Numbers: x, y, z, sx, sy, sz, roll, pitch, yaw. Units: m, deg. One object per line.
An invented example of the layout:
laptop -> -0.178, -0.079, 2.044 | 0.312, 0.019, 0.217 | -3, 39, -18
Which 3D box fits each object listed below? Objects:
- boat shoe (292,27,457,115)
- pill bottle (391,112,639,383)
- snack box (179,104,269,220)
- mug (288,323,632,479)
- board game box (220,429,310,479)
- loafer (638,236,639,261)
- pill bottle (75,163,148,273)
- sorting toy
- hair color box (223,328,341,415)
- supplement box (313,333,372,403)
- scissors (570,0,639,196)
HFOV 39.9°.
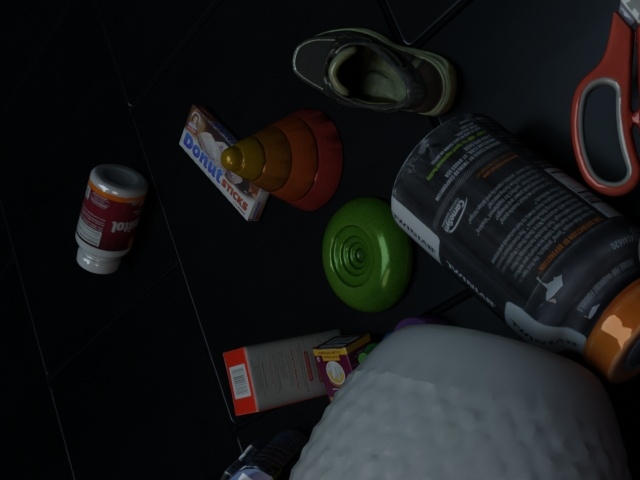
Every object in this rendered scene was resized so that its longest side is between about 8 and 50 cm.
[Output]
boat shoe -> 0.039, -0.178, 0.914 | 0.223, 0.073, 0.080 | 26, 112, 43
pill bottle -> 0.181, 0.007, 0.733 | 0.245, 0.130, 0.130 | 46, 125, 36
snack box -> -0.123, -0.103, 1.137 | 0.178, 0.022, 0.064 | 47, 127, 34
mug -> 0.099, 0.258, 0.708 | 0.276, 0.374, 0.328 | 14, 74, 12
board game box -> -0.094, 0.308, 1.039 | 0.060, 0.194, 0.194 | 33, 101, 10
loafer -> 0.328, -0.061, 0.611 | 0.251, 0.087, 0.094 | -54, 36, 20
pill bottle -> -0.313, -0.030, 1.306 | 0.086, 0.086, 0.152 | 44, 124, 36
sorting toy -> 0.000, 0.000, 0.936 | 0.127, 0.126, 0.365 | -55, 55, 35
hair color box -> -0.034, 0.144, 0.972 | 0.043, 0.141, 0.072 | -22, 77, 47
supplement box -> 0.034, 0.148, 0.959 | 0.055, 0.043, 0.083 | -12, 99, 47
scissors -> 0.241, -0.185, 0.702 | 0.109, 0.021, 0.297 | -9, 87, 22
